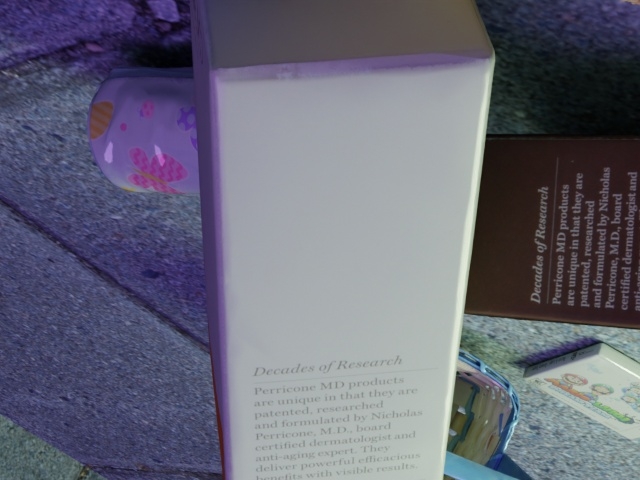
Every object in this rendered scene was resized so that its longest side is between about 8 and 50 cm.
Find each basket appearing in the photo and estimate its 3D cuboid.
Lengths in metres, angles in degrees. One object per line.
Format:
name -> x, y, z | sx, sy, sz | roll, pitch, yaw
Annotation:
basket -> 0.086, 0.196, 1.450 | 0.255, 0.201, 0.289 | 24, -174, -6

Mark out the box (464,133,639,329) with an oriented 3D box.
box -> 0.289, 0.003, 0.938 | 0.381, 0.143, 0.191 | 5, 178, 36

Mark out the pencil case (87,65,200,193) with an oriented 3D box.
pencil case -> -0.074, -0.099, 1.136 | 0.273, 0.113, 0.124 | 0, 137, 39

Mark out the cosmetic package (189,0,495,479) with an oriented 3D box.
cosmetic package -> 0.000, 0.000, 0.927 | 0.162, 0.230, 0.453 | -4, 132, -6

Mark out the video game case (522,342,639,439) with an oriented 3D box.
video game case -> 0.321, 0.166, 1.451 | 0.157, 0.019, 0.143 | 30, 154, -15

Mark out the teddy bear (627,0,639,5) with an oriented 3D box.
teddy bear -> 0.199, -0.205, 0.669 | 0.338, 0.113, 0.245 | -2, 135, 21
